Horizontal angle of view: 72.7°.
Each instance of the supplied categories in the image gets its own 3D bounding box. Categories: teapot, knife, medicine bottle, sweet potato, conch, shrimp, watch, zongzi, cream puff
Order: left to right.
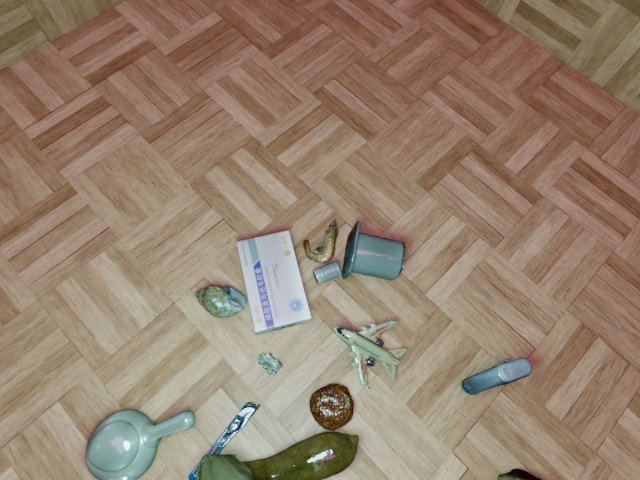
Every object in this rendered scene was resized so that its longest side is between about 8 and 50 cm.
[{"bbox_3d":[-0.553,0.584,1.311,0.220,0.149,0.318,42,73,12],"label":"teapot"},{"bbox_3d":[-0.345,0.211,1.498,0.173,0.106,0.116,13,44,-17],"label":"conch"},{"bbox_3d":[-0.302,0.631,1.370,0.044,0.026,0.296,40,71,0],"label":"knife"},{"bbox_3d":[-0.214,0.813,1.137,0.393,0.174,0.355,13,82,36],"label":"zongzi"},{"bbox_3d":[-0.082,0.675,1.316,0.423,0.130,0.130,-15,69,2],"label":"sweet potato"},{"bbox_3d":[0.000,0.000,1.636,0.125,0.034,0.178,8,72,8],"label":"shrimp"},{"bbox_3d":[0.023,0.117,1.572,0.091,0.058,0.058,-21,71,-11],"label":"medicine bottle"},{"bbox_3d":[0.039,0.530,1.395,0.149,0.084,0.148,2,69,-4],"label":"cream puff"},{"bbox_3d":[0.569,0.437,1.406,0.207,0.193,0.068,-10,67,-29],"label":"watch"}]

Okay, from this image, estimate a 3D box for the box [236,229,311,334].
[{"bbox_3d":[-0.170,0.144,1.549,0.200,0.065,0.343,-13,69,-7],"label":"box"}]

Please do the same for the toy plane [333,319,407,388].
[{"bbox_3d":[0.158,0.357,1.459,0.256,0.104,0.241,26,72,8],"label":"toy plane"}]

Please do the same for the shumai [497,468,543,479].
[{"bbox_3d":[0.581,0.809,1.236,0.346,0.217,0.283,26,70,11],"label":"shumai"}]

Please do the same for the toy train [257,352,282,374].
[{"bbox_3d":[-0.172,0.411,1.460,0.053,0.033,0.083,-40,75,-21],"label":"toy train"}]

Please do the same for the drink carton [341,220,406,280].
[{"bbox_3d":[0.184,0.060,1.553,0.190,0.185,0.190,14,66,-9],"label":"drink carton"}]
